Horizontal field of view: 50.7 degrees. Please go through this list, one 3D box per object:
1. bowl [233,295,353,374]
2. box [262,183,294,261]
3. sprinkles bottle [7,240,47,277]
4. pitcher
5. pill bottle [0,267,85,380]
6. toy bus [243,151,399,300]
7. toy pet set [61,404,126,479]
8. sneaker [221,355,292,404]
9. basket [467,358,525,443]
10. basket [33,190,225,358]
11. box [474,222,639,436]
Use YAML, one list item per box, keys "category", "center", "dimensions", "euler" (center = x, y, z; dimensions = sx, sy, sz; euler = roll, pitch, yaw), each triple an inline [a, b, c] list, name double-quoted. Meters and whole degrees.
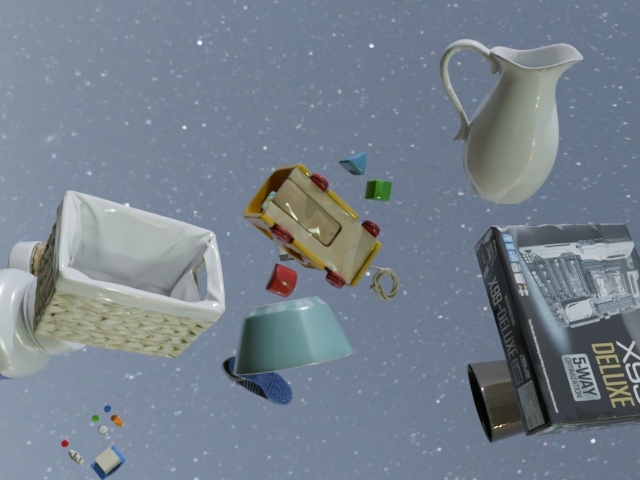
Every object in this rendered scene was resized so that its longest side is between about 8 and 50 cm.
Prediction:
- category: "bowl"
  center: [-0.081, 0.237, 1.731]
  dimensions: [0.311, 0.311, 0.163]
  euler: [-16, -97, 46]
- category: "box"
  center: [-0.085, -0.050, 1.833]
  dimensions: [0.060, 0.100, 0.244]
  euler: [-89, 169, -45]
- category: "sprinkles bottle"
  center: [-0.477, 0.057, 1.459]
  dimensions: [0.121, 0.355, 0.121]
  euler: [-2, 90, -89]
- category: "pitcher"
  center: [0.238, -0.163, 0.916]
  dimensions: [0.177, 0.125, 0.207]
  euler: [12, -58, 9]
- category: "pill bottle"
  center: [-0.467, 0.123, 0.936]
  dimensions: [0.272, 0.152, 0.152]
  euler: [-13, -98, 9]
- category: "toy bus"
  center: [-0.005, -0.012, 0.916]
  dimensions: [0.104, 0.191, 0.202]
  euler: [6, -78, 63]
- category: "toy pet set"
  center: [-0.466, 0.439, 1.439]
  dimensions: [0.114, 0.122, 0.065]
  euler: [45, -29, 13]
- category: "sneaker"
  center: [-0.189, 0.413, 2.005]
  dimensions: [0.090, 0.232, 0.081]
  euler: [-21, -145, 58]
- category: "basket"
  center: [0.444, 0.317, 1.422]
  dimensions: [0.204, 0.226, 0.154]
  euler: [-94, 171, -73]
- category: "basket"
  center: [-0.195, 0.041, 0.681]
  dimensions: [0.103, 0.167, 0.113]
  euler: [-47, -139, 33]
- category: "box"
  center: [0.388, 0.124, 1.011]
  dimensions: [0.076, 0.242, 0.307]
  euler: [113, -27, -59]
